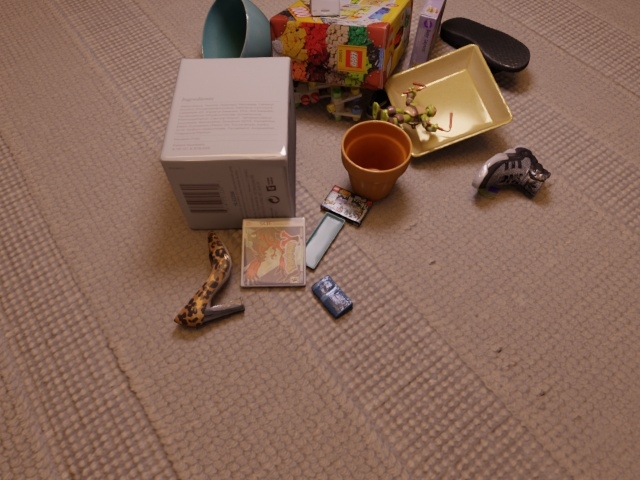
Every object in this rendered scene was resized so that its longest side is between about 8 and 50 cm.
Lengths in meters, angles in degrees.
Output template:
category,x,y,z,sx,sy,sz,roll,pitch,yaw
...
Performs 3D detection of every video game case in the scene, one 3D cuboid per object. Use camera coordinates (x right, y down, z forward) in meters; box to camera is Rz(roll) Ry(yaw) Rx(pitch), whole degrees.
category,x,y,z,sx,sy,sz,roll,pitch,yaw
video game case,-0.133,0.033,1.339,0.184,0.023,0.201,-1,74,1

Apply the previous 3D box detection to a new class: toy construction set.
category,x,y,z,sx,sy,sz,roll,pitch,yaw
toy construction set,-0.027,-0.504,1.637,0.328,0.151,0.215,-3,58,-14

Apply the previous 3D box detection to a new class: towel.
category,x,y,z,sx,sy,sz,roll,pitch,yaw
towel,0.542,-0.173,1.495,0.060,0.009,0.083,30,63,17
towel,0.032,0.154,1.289,0.067,0.029,0.119,-33,64,-17

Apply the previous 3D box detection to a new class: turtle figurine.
category,x,y,z,sx,sy,sz,roll,pitch,yaw
turtle figurine,0.279,-0.409,1.493,0.218,0.087,0.269,-9,54,-14

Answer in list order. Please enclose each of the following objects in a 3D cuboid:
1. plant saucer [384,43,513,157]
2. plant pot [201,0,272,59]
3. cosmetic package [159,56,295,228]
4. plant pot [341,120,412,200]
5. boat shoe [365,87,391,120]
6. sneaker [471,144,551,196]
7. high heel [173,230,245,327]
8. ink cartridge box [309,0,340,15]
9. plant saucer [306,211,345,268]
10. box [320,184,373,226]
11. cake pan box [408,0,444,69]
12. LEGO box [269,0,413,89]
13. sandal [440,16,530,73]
category,x,y,z,sx,sy,sz,roll,pitch,yaw
plant saucer,0.417,-0.453,1.572,0.333,0.081,0.332,-19,68,10
plant pot,-0.276,-0.728,1.722,0.196,0.290,0.290,-3,50,-45
cosmetic package,-0.242,-0.283,1.386,0.328,0.329,0.393,-1,59,0
plant pot,0.163,-0.224,1.427,0.205,0.188,0.205,0,58,0
boat shoe,0.233,-0.520,1.677,0.078,0.070,0.219,26,62,16
sneaker,0.598,-0.197,1.441,0.269,0.101,0.153,-27,61,-28
high heel,-0.331,0.101,1.285,0.186,0.093,0.261,-15,68,-16
ink cartridge box,0.012,-0.742,1.461,0.089,0.052,0.122,-3,40,-3
plant saucer,0.000,0.000,1.391,0.067,0.018,0.192,26,63,16
box,0.081,-0.108,1.450,0.137,0.027,0.094,25,61,16
cake pan box,0.406,-0.797,1.745,0.070,0.245,0.266,19,59,8
LEGO box,0.092,-0.718,1.628,0.373,0.193,0.500,11,40,14
sandal,0.630,-0.732,1.798,0.168,0.107,0.445,-22,48,-11
